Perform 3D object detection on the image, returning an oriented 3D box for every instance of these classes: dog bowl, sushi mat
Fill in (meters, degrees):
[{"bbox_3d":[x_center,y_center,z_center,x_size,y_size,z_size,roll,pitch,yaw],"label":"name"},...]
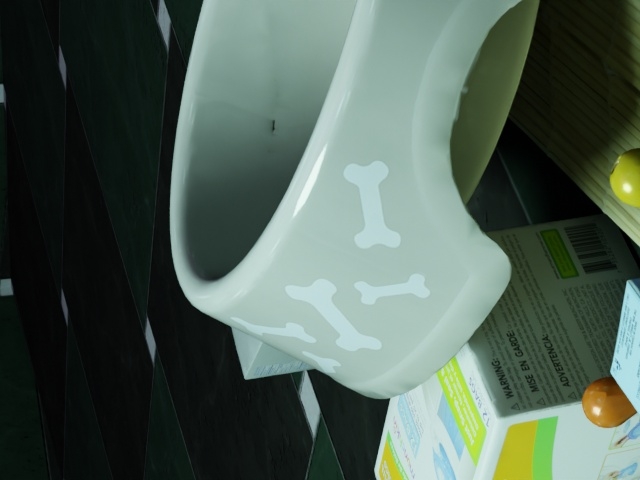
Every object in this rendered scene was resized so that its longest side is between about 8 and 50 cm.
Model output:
[{"bbox_3d":[0.021,-0.103,0.926,0.349,0.102,0.349,-166,90,-73],"label":"dog bowl"},{"bbox_3d":[0.143,-0.082,0.887,0.316,0.019,0.151,-125,30,-56],"label":"sushi mat"}]

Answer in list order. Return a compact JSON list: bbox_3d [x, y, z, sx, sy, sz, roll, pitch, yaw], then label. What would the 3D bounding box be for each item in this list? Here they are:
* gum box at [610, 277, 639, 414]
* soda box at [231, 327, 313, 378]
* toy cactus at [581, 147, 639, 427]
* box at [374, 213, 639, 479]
[{"bbox_3d":[0.194,0.067,0.538,0.184,0.157,0.041,-117,24,-49],"label":"gum box"},{"bbox_3d":[0.000,0.000,1.306,0.286,0.091,0.098,117,142,-64],"label":"soda box"},{"bbox_3d":[0.156,0.040,0.689,0.180,0.112,0.219,-94,-5,-66],"label":"toy cactus"},{"bbox_3d":[0.103,0.099,0.976,0.203,0.103,0.114,99,156,-49],"label":"box"}]
